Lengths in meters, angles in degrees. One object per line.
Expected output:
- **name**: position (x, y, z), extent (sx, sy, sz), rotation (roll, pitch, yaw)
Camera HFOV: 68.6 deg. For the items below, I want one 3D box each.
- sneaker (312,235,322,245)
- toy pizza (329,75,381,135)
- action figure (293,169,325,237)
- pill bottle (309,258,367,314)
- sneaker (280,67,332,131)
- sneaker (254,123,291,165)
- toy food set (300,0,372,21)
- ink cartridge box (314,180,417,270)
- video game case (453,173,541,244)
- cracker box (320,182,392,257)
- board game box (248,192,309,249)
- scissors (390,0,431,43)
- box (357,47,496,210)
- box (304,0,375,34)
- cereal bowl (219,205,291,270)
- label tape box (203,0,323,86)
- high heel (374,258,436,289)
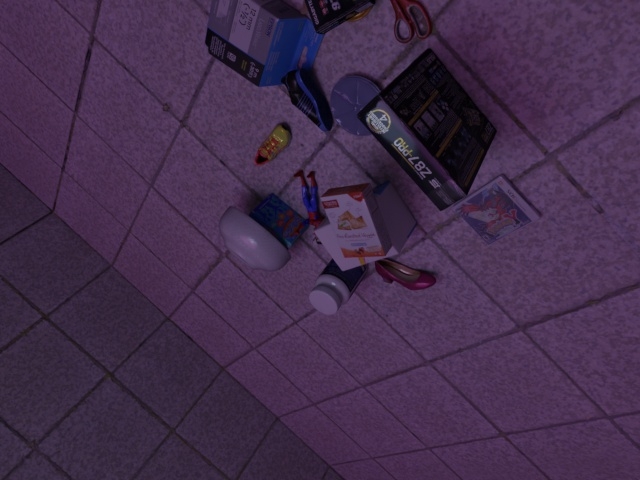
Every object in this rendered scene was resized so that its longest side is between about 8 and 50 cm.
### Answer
- **sneaker**: position (0.000, 0.000, 1.953), extent (0.109, 0.043, 0.040), rotation (-25, 110, 46)
- **toy pizza**: position (0.123, -0.434, 1.513), extent (0.201, 0.032, 0.201), rotation (20, 134, 22)
- **action figure**: position (-0.054, -0.117, 1.830), extent (0.092, 0.139, 0.280), rotation (9, 132, 31)
- **pill bottle**: position (0.071, 0.165, 1.878), extent (0.153, 0.264, 0.153), rotation (19, 133, 21)
- **sneaker**: position (-0.043, -0.459, 1.558), extent (0.091, 0.081, 0.232), rotation (-5, 131, 36)
- **sneaker**: position (-0.184, -0.346, 1.753), extent (0.081, 0.094, 0.208), rotation (43, 136, -1)
- **toy food set**: position (0.063, -0.685, 1.325), extent (0.218, 0.071, 0.128), rotation (18, 110, 23)
- **ink cartridge box**: position (0.161, -0.047, 1.687), extent (0.270, 0.198, 0.197), rotation (-21, 110, 44)
- **video game case**: position (0.560, -0.093, 1.502), extent (0.183, 0.023, 0.201), rotation (45, 137, -5)
- **cracker box**: position (0.114, -0.058, 1.476), extent (0.156, 0.067, 0.232), rotation (-4, 120, 37)
- **board game box**: position (-0.166, -0.080, 1.915), extent (0.210, 0.160, 0.047), rotation (39, 137, 0)
- **scissors**: position (0.204, -0.677, 1.266), extent (0.109, 0.021, 0.297), rotation (-11, 117, 43)
- **box**: position (0.300, -0.307, 1.231), extent (0.318, 0.395, 0.097), rotation (45, 135, -7)
- **box**: position (0.031, -0.703, 1.265), extent (0.175, 0.051, 0.220), rotation (-17, 94, 30)
- **cereal bowl**: position (-0.291, 0.017, 1.930), extent (0.339, 0.141, 0.339), rotation (38, 167, 10)
- **label tape box**: position (-0.189, -0.640, 1.498), extent (0.348, 0.115, 0.249), rotation (37, 138, 6)
- **high heel**: position (0.322, 0.120, 1.804), extent (0.244, 0.082, 0.117), rotation (9, 141, 45)
